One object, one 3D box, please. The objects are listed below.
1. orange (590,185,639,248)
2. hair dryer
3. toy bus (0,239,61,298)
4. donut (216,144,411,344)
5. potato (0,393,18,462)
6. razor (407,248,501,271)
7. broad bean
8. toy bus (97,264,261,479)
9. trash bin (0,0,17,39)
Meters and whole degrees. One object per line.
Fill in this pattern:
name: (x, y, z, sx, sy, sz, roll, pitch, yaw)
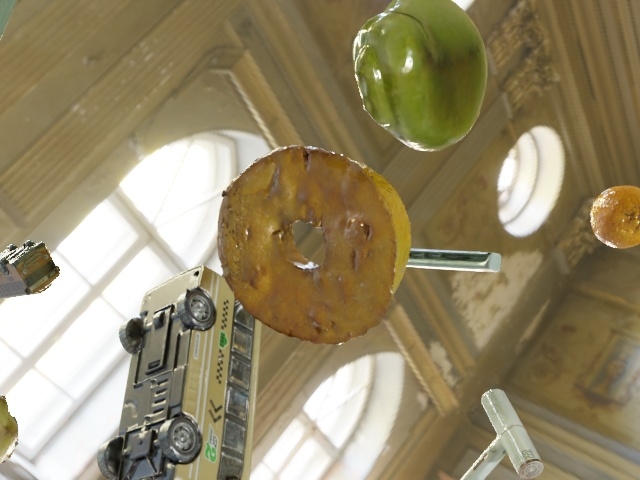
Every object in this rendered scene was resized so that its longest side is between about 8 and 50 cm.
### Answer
orange: (0.642, -0.052, 1.730, 0.135, 0.136, 0.117, 38, -11, 8)
hair dryer: (0.245, 0.342, 1.279, 0.044, 0.183, 0.155, 36, 20, -29)
toy bus: (-0.631, 0.066, 1.721, 0.182, 0.091, 0.103, -9, -64, 46)
donut: (-0.002, -0.001, 1.097, 0.277, 0.108, 0.278, 8, -73, 28)
potato: (-0.518, 0.275, 1.112, 0.081, 0.200, 0.164, -40, 109, -74)
razor: (0.167, 0.029, 1.335, 0.277, 0.111, 0.056, 4, -7, 39)
broad bean: (0.156, -0.257, 1.233, 0.119, 0.238, 0.291, 4, -5, 41)
toy bus: (-0.200, 0.239, 1.273, 0.176, 0.366, 0.201, -24, -41, 35)
trash bin: (-0.342, -0.286, 0.671, 0.223, 0.344, 0.158, 38, 14, 30)
